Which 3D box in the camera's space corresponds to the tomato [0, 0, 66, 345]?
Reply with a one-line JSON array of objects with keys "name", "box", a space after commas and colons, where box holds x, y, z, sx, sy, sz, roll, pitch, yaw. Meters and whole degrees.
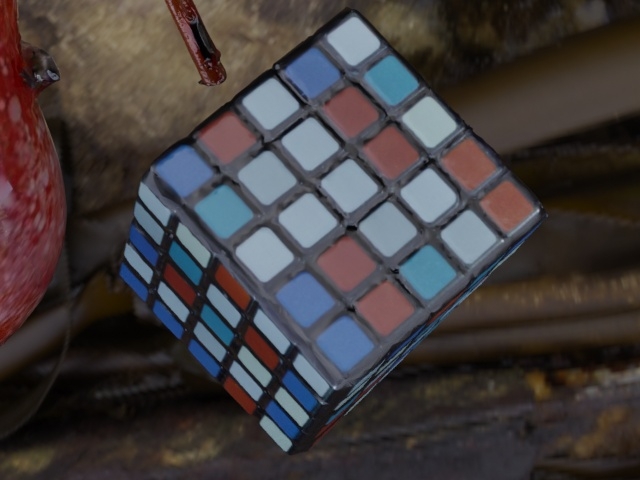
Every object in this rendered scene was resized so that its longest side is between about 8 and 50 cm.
[{"name": "tomato", "box": [-0.223, -0.061, 0.640, 0.227, 0.270, 0.270, -13, 110, -17]}]

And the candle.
[{"name": "candle", "box": [-0.100, -0.173, 1.098, 0.021, 0.026, 0.167, -37, 130, -17]}]

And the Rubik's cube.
[{"name": "Rubik's cube", "box": [0.000, 0.000, 1.038, 0.184, 0.182, 0.187, 45, 68, 6]}]
